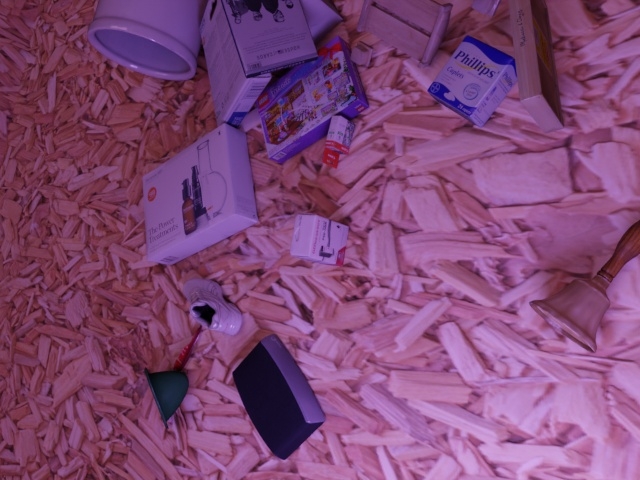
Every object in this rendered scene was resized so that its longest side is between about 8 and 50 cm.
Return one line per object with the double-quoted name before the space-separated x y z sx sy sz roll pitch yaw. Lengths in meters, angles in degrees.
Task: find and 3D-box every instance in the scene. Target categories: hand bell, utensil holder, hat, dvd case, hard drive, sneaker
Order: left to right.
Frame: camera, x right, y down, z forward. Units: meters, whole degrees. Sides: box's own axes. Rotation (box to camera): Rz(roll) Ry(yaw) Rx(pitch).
"utensil holder" -0.505 -0.746 1.640 0.328 0.328 0.385 8 83 38
"hat" -0.373 0.392 1.470 0.173 0.184 0.208 50 152 40
"sneaker" -0.311 0.165 1.415 0.232 0.115 0.090 31 99 37
"dvd case" -0.125 -0.516 1.251 0.179 0.029 0.238 -17 85 -7
"hard drive" -0.111 0.367 1.257 0.172 0.054 0.254 -49 56 18
"hand bell" 0.476 0.054 0.874 0.242 0.126 0.126 -50 54 2

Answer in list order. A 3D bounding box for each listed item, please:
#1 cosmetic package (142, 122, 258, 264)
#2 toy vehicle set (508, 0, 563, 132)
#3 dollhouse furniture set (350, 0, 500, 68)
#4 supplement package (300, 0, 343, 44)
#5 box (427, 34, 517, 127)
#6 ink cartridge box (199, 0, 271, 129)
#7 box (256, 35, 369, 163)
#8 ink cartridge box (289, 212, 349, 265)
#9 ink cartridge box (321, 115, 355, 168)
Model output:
"cosmetic package" -0.360 -0.124 1.534 0.377 0.097 0.284 -24 63 31
"toy vehicle set" 0.392 -0.348 0.968 0.035 0.166 0.266 -11 73 34
"dollhouse furniture set" 0.269 -0.507 1.170 0.303 0.174 0.355 40 138 22
"supplement package" -0.086 -0.619 1.402 0.194 0.149 0.203 -35 62 26
"box" 0.314 -0.325 1.082 0.126 0.072 0.137 45 106 34
"ink cartridge box" -0.237 -0.509 1.420 0.324 0.072 0.330 154 108 -64
"box" -0.030 -0.355 1.357 0.293 0.057 0.200 -27 65 30
"ink cartridge box" 0.000 0.000 1.204 0.056 0.135 0.099 4 83 37
"ink cartridge box" 0.043 -0.234 1.271 0.029 0.063 0.115 11 87 40
